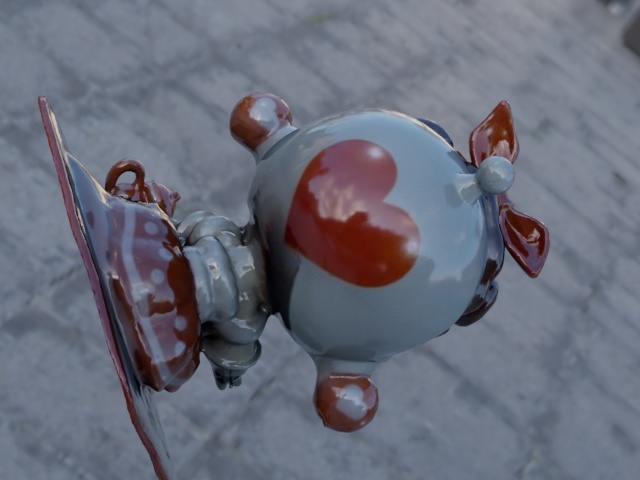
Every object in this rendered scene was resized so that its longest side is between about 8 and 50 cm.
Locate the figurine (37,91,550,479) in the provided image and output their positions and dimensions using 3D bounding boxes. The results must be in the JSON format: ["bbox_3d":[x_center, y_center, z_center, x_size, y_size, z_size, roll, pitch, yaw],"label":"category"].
[{"bbox_3d":[0.000,0.000,0.771,0.160,0.226,0.183,78,-8,-57],"label":"figurine"}]
